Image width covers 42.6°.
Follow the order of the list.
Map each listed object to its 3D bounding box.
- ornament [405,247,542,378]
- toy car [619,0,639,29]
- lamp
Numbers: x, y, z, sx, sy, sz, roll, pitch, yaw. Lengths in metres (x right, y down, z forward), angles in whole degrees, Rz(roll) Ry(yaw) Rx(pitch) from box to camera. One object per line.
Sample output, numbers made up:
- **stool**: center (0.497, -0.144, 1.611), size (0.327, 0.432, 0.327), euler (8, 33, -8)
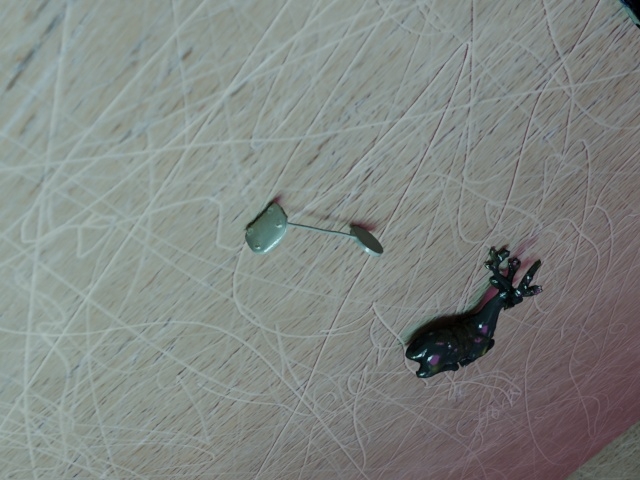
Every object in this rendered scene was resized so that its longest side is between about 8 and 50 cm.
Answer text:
- **ornament**: center (0.251, 0.110, 1.313), size (0.202, 0.080, 0.236), euler (-11, 143, -36)
- **toy car**: center (0.369, -0.295, 0.911), size (0.095, 0.056, 0.205), euler (-47, 142, 20)
- **lamp**: center (0.000, 0.000, 0.974), size (0.198, 0.050, 0.056), euler (13, 121, -47)
